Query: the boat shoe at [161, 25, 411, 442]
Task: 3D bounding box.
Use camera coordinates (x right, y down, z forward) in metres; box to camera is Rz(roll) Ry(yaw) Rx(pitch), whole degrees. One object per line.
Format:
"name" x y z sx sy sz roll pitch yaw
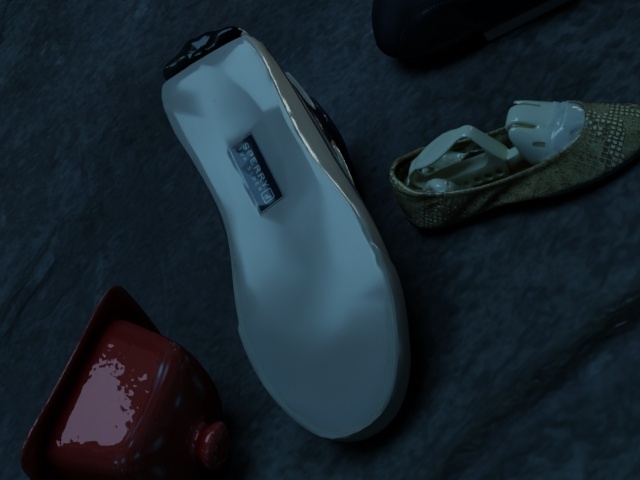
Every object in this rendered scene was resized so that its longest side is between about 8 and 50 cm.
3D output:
"boat shoe" 0.000 0.000 1.065 0.127 0.158 0.340 -28 66 17

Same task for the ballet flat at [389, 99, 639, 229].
"ballet flat" 0.136 -0.062 1.011 0.206 0.067 0.073 -23 40 30

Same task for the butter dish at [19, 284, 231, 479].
"butter dish" -0.121 0.140 1.034 0.118 0.160 0.159 12 61 25

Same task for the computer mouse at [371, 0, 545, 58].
"computer mouse" 0.145 -0.247 1.168 0.272 0.072 0.188 -25 40 28

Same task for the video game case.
"video game case" 0.177 -0.229 1.191 0.087 0.011 0.122 -24 40 29
